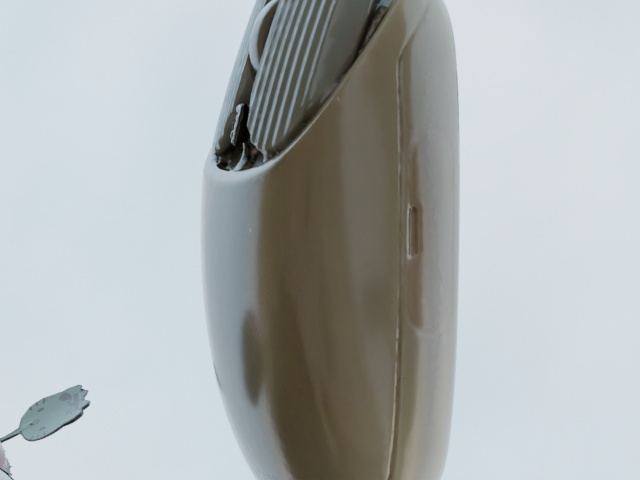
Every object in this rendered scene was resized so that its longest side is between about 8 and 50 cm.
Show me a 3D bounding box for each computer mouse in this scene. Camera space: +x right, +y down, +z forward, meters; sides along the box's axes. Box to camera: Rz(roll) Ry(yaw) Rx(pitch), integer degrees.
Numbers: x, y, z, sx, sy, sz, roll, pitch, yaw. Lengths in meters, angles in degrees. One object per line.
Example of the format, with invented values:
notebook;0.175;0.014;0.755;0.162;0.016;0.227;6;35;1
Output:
computer mouse;0.000;0.000;0.767;0.145;0.082;0.236;-168;-103;-72

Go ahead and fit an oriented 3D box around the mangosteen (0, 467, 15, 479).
mangosteen;-0.237;0.192;0.716;0.347;0.307;0.307;28;-60;32

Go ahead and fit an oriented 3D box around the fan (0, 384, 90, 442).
fan;-0.189;0.121;1.277;0.083;0.056;0.004;-27;-67;-1

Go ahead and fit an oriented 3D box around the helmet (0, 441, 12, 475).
helmet;-0.171;0.074;0.872;0.084;0.065;0.049;16;-69;-20
